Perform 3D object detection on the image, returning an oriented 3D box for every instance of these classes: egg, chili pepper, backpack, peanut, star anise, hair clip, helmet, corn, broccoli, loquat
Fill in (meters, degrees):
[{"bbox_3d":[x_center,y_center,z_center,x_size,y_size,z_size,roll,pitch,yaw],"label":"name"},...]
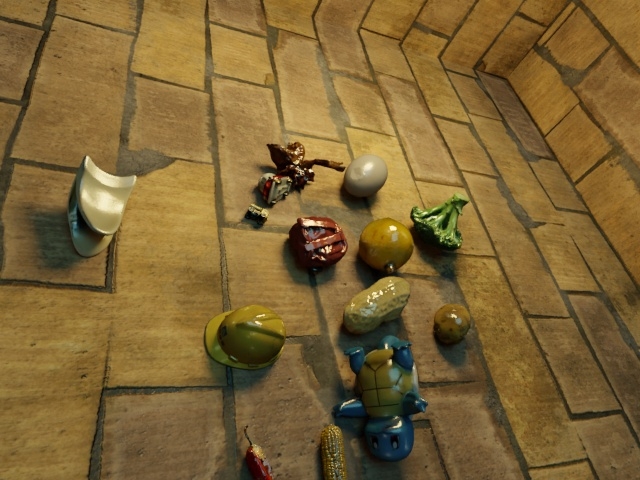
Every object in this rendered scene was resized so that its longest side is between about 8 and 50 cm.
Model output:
[{"bbox_3d":[0.195,-0.282,1.975,0.176,0.176,0.232,46,53,11],"label":"egg"},{"bbox_3d":[-0.150,0.619,1.184,0.051,0.059,0.267,-29,71,0],"label":"chili pepper"},{"bbox_3d":[-0.001,0.001,1.675,0.230,0.139,0.229,14,51,-18],"label":"backpack"},{"bbox_3d":[0.203,0.232,1.608,0.313,0.152,0.152,-24,69,-39],"label":"peanut"},{"bbox_3d":[-0.065,-0.323,1.891,0.347,0.148,0.237,10,53,-9],"label":"star anise"},{"bbox_3d":[-0.682,-0.095,1.387,0.173,0.113,0.281,23,50,-45],"label":"hair clip"},{"bbox_3d":[-0.206,0.272,1.363,0.257,0.140,0.205,7,53,-27],"label":"helmet"},{"bbox_3d":[0.037,0.624,1.264,0.068,0.068,0.207,10,54,-21],"label":"corn"},{"bbox_3d":[0.537,-0.084,1.944,0.254,0.269,0.269,1,54,-43],"label":"broccoli"},{"bbox_3d":[0.257,0.034,1.750,0.214,0.213,0.245,14,47,-18],"label":"loquat"}]

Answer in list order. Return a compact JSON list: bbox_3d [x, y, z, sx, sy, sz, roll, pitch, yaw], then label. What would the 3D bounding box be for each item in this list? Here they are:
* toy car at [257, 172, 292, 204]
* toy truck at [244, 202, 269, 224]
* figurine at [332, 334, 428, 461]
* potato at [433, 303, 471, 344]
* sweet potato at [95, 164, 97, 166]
[{"bbox_3d":[-0.189,-0.220,1.782,0.112,0.112,0.139,33,35,20],"label":"toy car"},{"bbox_3d":[-0.235,-0.100,1.692,0.083,0.049,0.054,26,46,-7],"label":"toy truck"},{"bbox_3d":[0.192,0.450,1.402,0.298,0.242,0.416,-9,44,19],"label":"figurine"},{"bbox_3d":[0.504,0.311,1.718,0.137,0.137,0.175,25,46,-9],"label":"potato"},{"bbox_3d":[-0.739,-0.157,1.461,0.058,0.055,0.202,1,56,-16],"label":"sweet potato"}]
